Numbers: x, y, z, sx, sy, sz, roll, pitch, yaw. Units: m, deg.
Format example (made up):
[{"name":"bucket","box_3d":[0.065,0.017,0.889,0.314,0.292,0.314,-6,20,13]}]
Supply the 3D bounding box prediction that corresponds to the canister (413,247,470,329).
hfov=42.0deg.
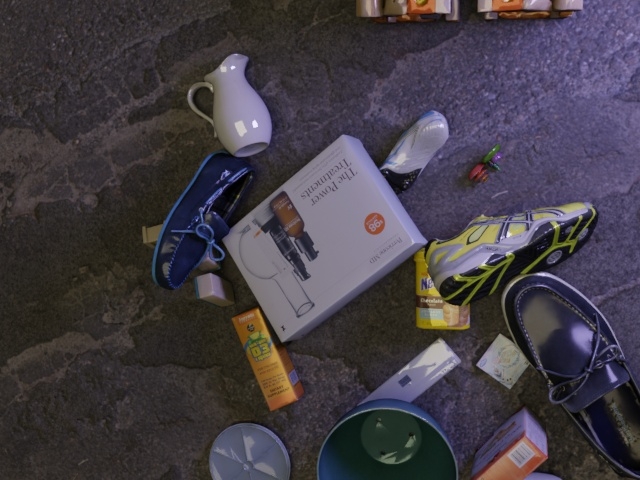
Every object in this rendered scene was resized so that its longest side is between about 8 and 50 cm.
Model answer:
[{"name":"canister","box_3d":[0.267,0.104,1.809,0.126,0.073,0.170,0,96,13]}]

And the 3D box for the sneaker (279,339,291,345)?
[{"name":"sneaker","box_3d":[-0.037,0.163,1.896,0.089,0.051,0.170,10,94,17]}]

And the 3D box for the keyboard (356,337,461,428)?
[{"name":"keyboard","box_3d":[0.197,0.324,1.877,0.256,0.014,0.072,-42,80,13]}]

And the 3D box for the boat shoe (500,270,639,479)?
[{"name":"boat shoe","box_3d":[0.550,0.277,1.707,0.187,0.156,0.500,-33,87,9]}]

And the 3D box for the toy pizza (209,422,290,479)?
[{"name":"toy pizza","box_3d":[-0.166,0.528,1.969,0.201,0.032,0.201,1,94,13]}]

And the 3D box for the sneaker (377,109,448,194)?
[{"name":"sneaker","box_3d":[0.189,-0.183,1.809,0.085,0.086,0.237,34,116,-20]}]

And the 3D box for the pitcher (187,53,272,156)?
[{"name":"pitcher","box_3d":[-0.206,-0.287,1.870,0.178,0.125,0.207,-25,78,27]}]

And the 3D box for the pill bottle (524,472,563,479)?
[{"name":"pill bottle","box_3d":[0.453,0.692,1.748,0.204,0.204,0.361,-8,94,14]}]

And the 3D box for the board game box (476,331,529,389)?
[{"name":"board game box","box_3d":[0.402,0.262,1.816,0.090,0.020,0.090,36,102,6]}]

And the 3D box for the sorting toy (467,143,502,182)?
[{"name":"sorting toy","box_3d":[0.360,-0.158,1.770,0.042,0.061,0.102,43,126,6]}]

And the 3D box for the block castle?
[{"name":"block castle","box_3d":[0.291,-0.544,1.632,0.453,0.303,0.213,2,102,13]}]

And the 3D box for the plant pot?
[{"name":"plant pot","box_3d":[0.149,0.461,1.796,0.290,0.195,0.290,2,101,8]}]

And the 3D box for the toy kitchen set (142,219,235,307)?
[{"name":"toy kitchen set","box_3d":[-0.310,0.058,1.939,0.166,0.122,0.207,-15,71,14]}]

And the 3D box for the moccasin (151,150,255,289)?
[{"name":"moccasin","box_3d":[-0.251,-0.047,1.808,0.117,0.138,0.342,17,72,20]}]

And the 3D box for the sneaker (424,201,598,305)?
[{"name":"sneaker","box_3d":[0.390,-0.009,1.701,0.384,0.145,0.147,-20,50,-13]}]

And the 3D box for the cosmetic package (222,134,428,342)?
[{"name":"cosmetic package","box_3d":[0.000,0.000,1.800,0.377,0.097,0.284,-39,74,21]}]

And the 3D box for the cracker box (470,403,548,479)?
[{"name":"cracker box","box_3d":[0.391,0.440,1.726,0.067,0.232,0.156,45,103,7]}]

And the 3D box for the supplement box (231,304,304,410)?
[{"name":"supplement box","box_3d":[-0.121,0.265,1.913,0.078,0.080,0.233,-24,87,12]}]
